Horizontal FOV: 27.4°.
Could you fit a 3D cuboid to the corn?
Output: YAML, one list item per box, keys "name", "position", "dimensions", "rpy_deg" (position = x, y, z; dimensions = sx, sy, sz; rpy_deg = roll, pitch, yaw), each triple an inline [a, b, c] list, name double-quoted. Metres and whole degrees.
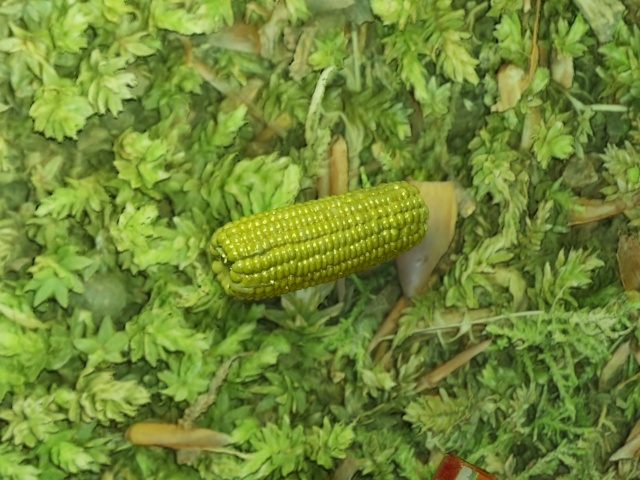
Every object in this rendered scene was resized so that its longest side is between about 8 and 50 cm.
- name: "corn"
  position: [0.000, 0.000, 1.414]
  dimensions: [0.244, 0.093, 0.093]
  rpy_deg: [-15, 106, -24]

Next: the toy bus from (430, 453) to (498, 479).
- name: "toy bus"
  position: [0.139, 0.352, 1.573]
  dimensions: [0.077, 0.065, 0.192]
  rpy_deg: [33, 83, -17]
